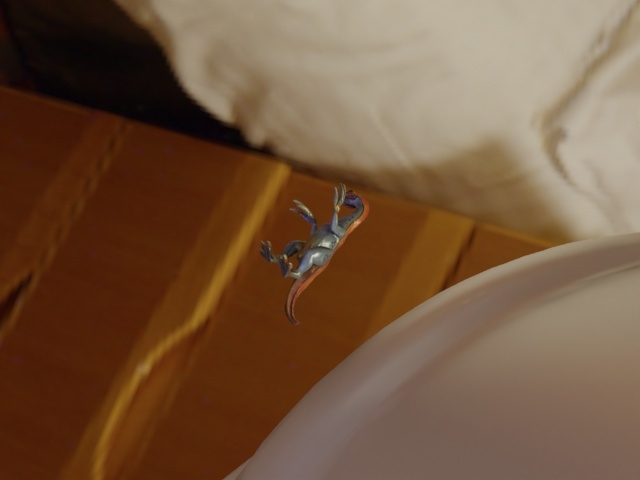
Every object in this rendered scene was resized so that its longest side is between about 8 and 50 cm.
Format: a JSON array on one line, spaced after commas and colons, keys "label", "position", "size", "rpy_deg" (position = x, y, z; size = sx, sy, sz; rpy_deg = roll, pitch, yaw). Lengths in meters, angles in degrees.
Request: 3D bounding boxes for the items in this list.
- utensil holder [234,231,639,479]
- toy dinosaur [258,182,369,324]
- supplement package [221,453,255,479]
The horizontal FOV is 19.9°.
[{"label": "utensil holder", "position": [0.159, 0.158, 0.339], "size": [0.327, 0.385, 0.328], "rpy_deg": [0, 89, -18]}, {"label": "toy dinosaur", "position": [0.000, 0.000, 1.249], "size": [0.082, 0.047, 0.090], "rpy_deg": [-18, 115, -30]}, {"label": "supplement package", "position": [0.076, 0.165, 0.779], "size": [0.194, 0.149, 0.203], "rpy_deg": [-36, 125, -12]}]
